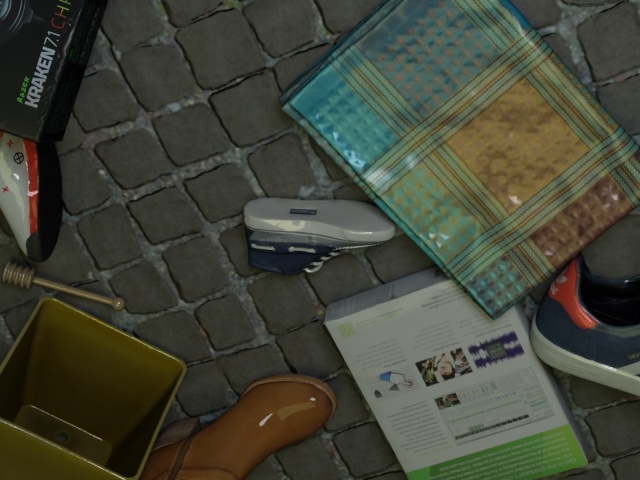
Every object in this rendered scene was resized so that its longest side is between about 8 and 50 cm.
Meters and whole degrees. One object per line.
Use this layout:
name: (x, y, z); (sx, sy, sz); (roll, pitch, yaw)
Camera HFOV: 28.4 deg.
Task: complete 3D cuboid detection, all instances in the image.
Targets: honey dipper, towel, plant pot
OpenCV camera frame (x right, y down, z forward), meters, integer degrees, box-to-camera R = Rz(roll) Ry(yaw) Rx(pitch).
honey dipper: (-0.331, 0.061, 1.642); (0.161, 0.030, 0.030); (15, 119, -2)
towel: (0.171, -0.115, 1.433); (0.271, 0.040, 0.370); (-41, 99, 20)
plant pot: (-0.328, 0.239, 1.646); (0.212, 0.212, 0.187); (27, 132, -6)

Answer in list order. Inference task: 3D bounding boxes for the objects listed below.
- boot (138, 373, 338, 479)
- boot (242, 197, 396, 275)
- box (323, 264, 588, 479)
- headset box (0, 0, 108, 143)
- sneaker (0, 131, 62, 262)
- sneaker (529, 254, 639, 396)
boot: (-0.118, 0.286, 1.616); (0.283, 0.220, 0.109); (-16, 114, 16)
boot: (0.000, 0.000, 1.544); (0.190, 0.069, 0.086); (7, 126, 14)
box: (0.176, 0.184, 1.614); (0.232, 0.058, 0.322); (-20, 112, 18)
headset box: (-0.388, -0.266, 1.374); (0.283, 0.131, 0.246); (20, 94, -1)
sneaker: (-0.402, -0.104, 1.532); (0.145, 0.090, 0.270); (2, 114, 9)
sneaker: (0.433, 0.113, 1.492); (0.350, 0.131, 0.148); (14, 123, 1)
